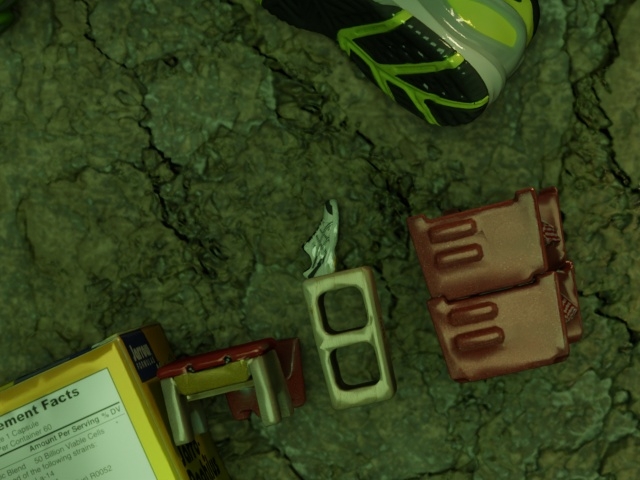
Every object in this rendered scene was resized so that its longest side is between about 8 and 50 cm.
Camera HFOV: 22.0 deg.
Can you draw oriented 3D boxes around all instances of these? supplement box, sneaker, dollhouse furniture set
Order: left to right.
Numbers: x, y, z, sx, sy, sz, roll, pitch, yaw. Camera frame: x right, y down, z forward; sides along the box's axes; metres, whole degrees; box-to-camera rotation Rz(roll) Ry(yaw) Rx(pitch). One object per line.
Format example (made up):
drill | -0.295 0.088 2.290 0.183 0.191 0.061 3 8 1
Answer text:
supplement box | -0.183 0.279 1.543 0.194 0.195 0.356 -24 89 6
sneaker | 0.000 0.000 1.603 0.037 0.032 0.083 5 90 6
sneaker | 0.037 -0.270 1.566 0.385 0.145 0.147 42 62 8
dollhouse furniture set | 0.047 0.065 1.521 0.374 0.201 0.152 -13 89 11

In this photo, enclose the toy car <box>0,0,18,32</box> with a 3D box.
toy car | -0.300 -0.313 1.607 0.188 0.149 0.155 -35 90 -23
